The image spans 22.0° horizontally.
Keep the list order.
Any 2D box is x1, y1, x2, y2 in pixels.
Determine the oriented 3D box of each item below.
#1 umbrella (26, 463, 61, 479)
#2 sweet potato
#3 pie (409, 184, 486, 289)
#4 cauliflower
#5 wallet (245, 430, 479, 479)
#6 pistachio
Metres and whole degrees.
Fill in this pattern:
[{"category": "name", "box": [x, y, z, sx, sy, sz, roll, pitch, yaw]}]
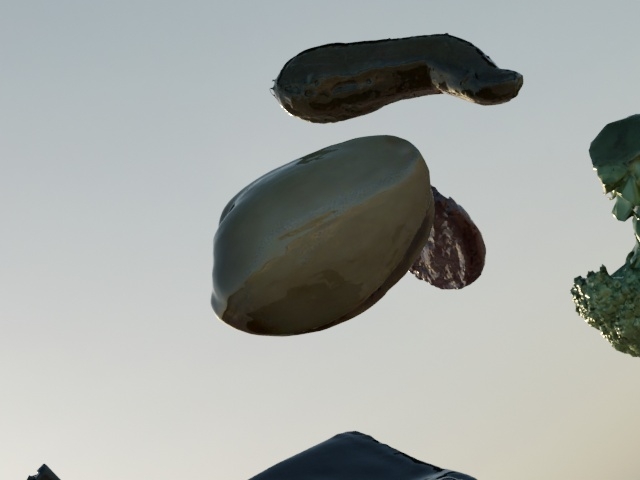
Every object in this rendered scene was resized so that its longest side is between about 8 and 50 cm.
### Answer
[{"category": "umbrella", "box": [-0.305, 0.328, 2.009, 0.036, 0.133, 0.031, -39, 12, 12]}, {"category": "sweet potato", "box": [0.070, -0.145, 1.468, 0.233, 0.081, 0.062, -2, -39, 18]}, {"category": "pie", "box": [0.119, -0.009, 1.824, 0.036, 0.154, 0.154, -43, -8, -31]}, {"category": "cauliflower", "box": [0.376, -0.025, 1.647, 0.272, 0.250, 0.275, -35, 3, 25]}, {"category": "wallet", "box": [0.051, 0.245, 1.327, 0.247, 0.041, 0.323, -22, 26, -40]}, {"category": "pistachio", "box": [0.000, 0.000, 1.376, 0.215, 0.144, 0.144, -31, -14, -3]}]
